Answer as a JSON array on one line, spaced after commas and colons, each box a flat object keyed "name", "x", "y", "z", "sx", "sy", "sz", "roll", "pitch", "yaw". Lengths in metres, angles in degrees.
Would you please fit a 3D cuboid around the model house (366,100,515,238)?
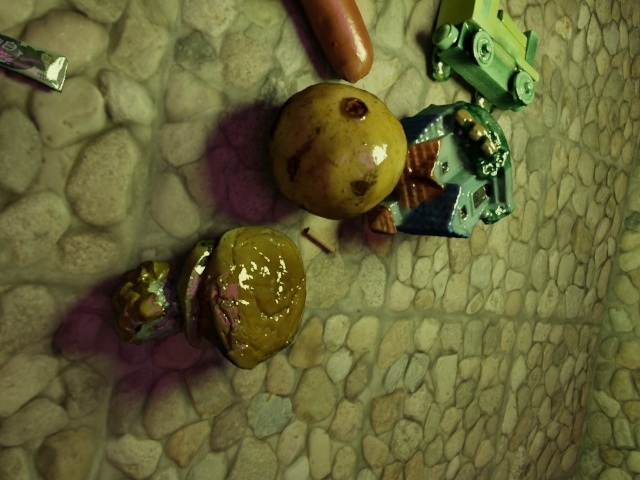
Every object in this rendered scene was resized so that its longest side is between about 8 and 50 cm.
[{"name": "model house", "x": 0.256, "y": -0.138, "z": 1.076, "sx": 0.329, "sy": 0.252, "sz": 0.295, "roll": -31, "pitch": 120, "yaw": -34}]

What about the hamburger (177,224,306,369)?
[{"name": "hamburger", "x": -0.131, "y": 0.106, "z": 0.892, "sx": 0.285, "sy": 0.134, "sz": 0.265, "roll": -30, "pitch": 120, "yaw": -60}]

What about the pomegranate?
[{"name": "pomegranate", "x": 0.032, "y": -0.181, "z": 0.932, "sx": 0.281, "sy": 0.281, "sz": 0.281, "roll": -5, "pitch": 99, "yaw": -34}]

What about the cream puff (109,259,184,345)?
[{"name": "cream puff", "x": -0.307, "y": 0.110, "z": 0.830, "sx": 0.121, "sy": 0.156, "sz": 0.156, "roll": -14, "pitch": 109, "yaw": 11}]

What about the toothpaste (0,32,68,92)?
[{"name": "toothpaste", "x": -0.504, "y": -0.293, "z": 0.678, "sx": 0.233, "sy": 0.038, "sz": 0.060, "roll": 15, "pitch": 87, "yaw": -37}]

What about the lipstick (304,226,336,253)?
[{"name": "lipstick", "x": 0.000, "y": 0.000, "z": 1.082, "sx": 0.094, "sy": 0.019, "sz": 0.019, "roll": 38, "pitch": 75, "yaw": -32}]

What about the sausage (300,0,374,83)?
[{"name": "sausage", "x": 0.036, "y": -0.468, "z": 0.990, "sx": 0.113, "sy": 0.113, "sz": 0.259, "roll": -43, "pitch": 118, "yaw": -23}]

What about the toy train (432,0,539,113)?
[{"name": "toy train", "x": 0.462, "y": -0.516, "z": 1.259, "sx": 0.397, "sy": 0.160, "sz": 0.253, "roll": 21, "pitch": 77, "yaw": -35}]
